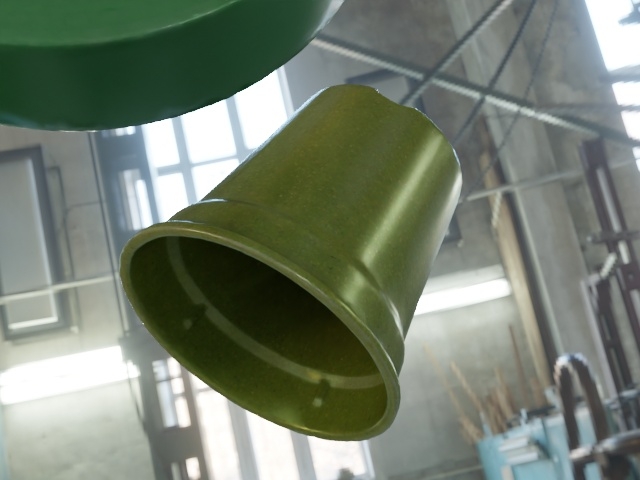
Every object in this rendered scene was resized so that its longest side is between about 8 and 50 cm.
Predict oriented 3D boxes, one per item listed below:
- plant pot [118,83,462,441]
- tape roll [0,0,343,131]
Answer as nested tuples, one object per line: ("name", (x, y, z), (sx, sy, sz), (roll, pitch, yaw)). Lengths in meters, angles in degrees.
("plant pot", (0.000, 0.000, 0.906), (0.254, 0.276, 0.276), (-56, 12, -32))
("tape roll", (-0.127, -0.213, 0.519), (0.321, 0.321, 0.077), (-11, -23, -8))
